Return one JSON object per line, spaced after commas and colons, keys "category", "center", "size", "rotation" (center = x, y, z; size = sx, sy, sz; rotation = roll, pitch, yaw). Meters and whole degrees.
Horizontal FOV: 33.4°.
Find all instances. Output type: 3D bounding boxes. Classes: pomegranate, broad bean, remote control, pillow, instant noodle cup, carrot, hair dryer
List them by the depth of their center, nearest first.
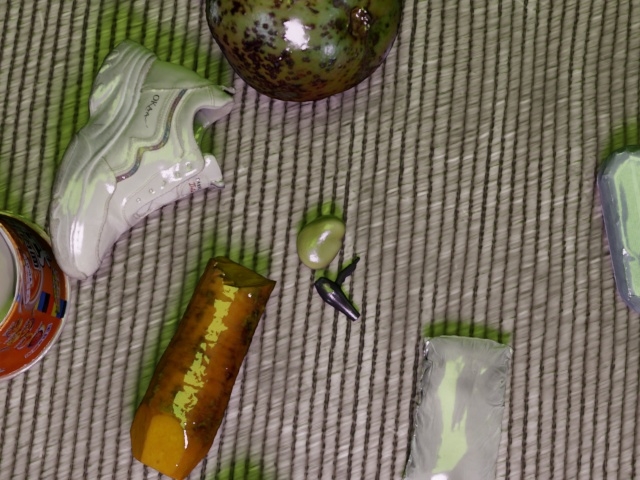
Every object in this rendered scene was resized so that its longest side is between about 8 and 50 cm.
{"category": "instant noodle cup", "center": [-0.468, 0.060, 1.390], "size": [0.250, 0.192, 0.251], "rotation": [1, 80, -3]}
{"category": "carrot", "center": [-0.158, 0.166, 1.434], "size": [0.114, 0.114, 0.302], "rotation": [22, 80, 1]}
{"category": "pomegranate", "center": [-0.060, -0.342, 1.467], "size": [0.340, 0.285, 0.285], "rotation": [28, 79, 35]}
{"category": "pillow", "center": [0.189, 0.245, 1.469], "size": [0.128, 0.051, 0.229], "rotation": [10, 82, 1]}
{"category": "broad bean", "center": [0.000, 0.000, 1.504], "size": [0.063, 0.045, 0.083], "rotation": [34, 88, -9]}
{"category": "hair dryer", "center": [0.041, 0.062, 1.505], "size": [0.079, 0.031, 0.083], "rotation": [42, 73, -7]}
{"category": "remote control", "center": [0.462, -0.015, 1.515], "size": [0.104, 0.052, 0.248], "rotation": [-11, 88, 4]}

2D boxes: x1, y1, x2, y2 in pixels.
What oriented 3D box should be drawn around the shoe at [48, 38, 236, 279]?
{"category": "shoe", "center": [-0.236, -0.096, 1.459], "size": [0.210, 0.132, 0.342], "rotation": [17, 77, 2]}
